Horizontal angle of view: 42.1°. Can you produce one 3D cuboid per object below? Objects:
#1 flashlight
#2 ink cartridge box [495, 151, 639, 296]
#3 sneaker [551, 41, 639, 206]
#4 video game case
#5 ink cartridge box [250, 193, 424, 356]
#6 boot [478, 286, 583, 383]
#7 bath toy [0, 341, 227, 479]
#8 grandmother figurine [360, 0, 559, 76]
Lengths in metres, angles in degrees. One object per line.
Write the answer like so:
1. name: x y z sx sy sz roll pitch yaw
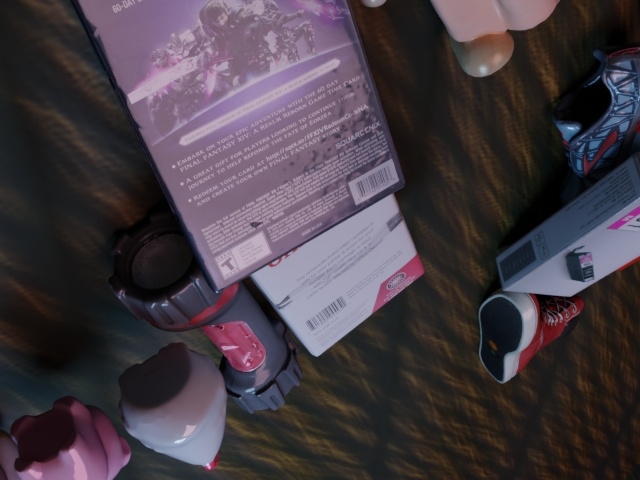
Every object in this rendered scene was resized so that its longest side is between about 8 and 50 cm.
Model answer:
1. flashlight: -0.103 0.091 0.840 0.103 0.103 0.304 -14 144 7
2. ink cartridge box: 0.405 -0.005 1.082 0.239 0.060 0.275 7 150 -26
3. sneaker: 0.333 -0.140 1.020 0.125 0.104 0.261 3 137 -10
4. video game case: -0.051 -0.115 0.652 0.196 0.026 0.274 -30 120 -15
5. ink cartridge box: 0.000 0.000 0.842 0.159 0.092 0.218 -38 145 -6
6. boot: 0.333 0.106 1.263 0.176 0.088 0.244 -32 151 -13
7. bath toy: -0.240 0.208 0.762 0.348 0.151 0.129 -24 125 -2
8. grandmother figurine: 0.101 -0.273 0.646 0.207 0.104 0.342 -57 145 0
